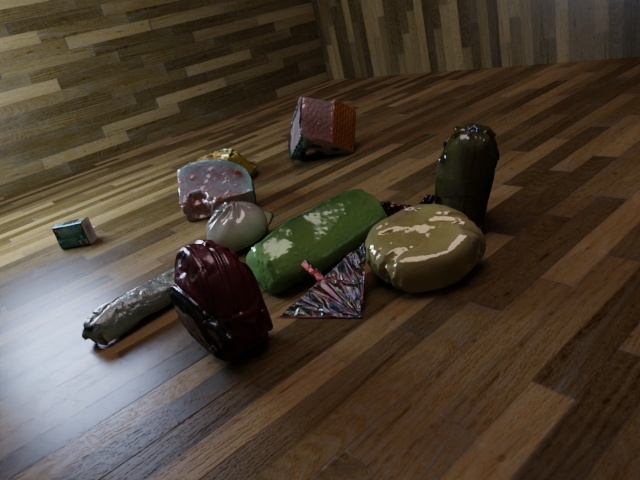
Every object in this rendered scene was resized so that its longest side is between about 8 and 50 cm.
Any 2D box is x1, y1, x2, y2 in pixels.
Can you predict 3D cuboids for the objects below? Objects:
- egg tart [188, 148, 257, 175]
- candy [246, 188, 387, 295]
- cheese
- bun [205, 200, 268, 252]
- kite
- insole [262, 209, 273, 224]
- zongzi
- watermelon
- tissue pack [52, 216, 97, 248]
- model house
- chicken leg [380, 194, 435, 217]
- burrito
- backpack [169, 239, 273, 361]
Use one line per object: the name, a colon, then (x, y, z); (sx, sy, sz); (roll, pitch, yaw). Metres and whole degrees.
egg tart: (-0.399, -0.279, 1.998); (0.315, 0.120, 0.315); (-11, 24, 5)
candy: (0.000, 0.000, 1.181); (0.344, 0.132, 0.142); (-30, 71, -27)
cheese: (0.209, 0.018, 1.038); (0.226, 0.117, 0.214); (-25, 30, -11)
bun: (-0.234, -0.047, 1.391); (0.173, 0.119, 0.172); (-18, 25, 8)
kite: (0.015, 0.096, 1.013); (0.232, 0.009, 0.189); (-42, 52, -6)
insole: (-0.185, -0.043, 1.505); (0.086, 0.005, 0.253); (-13, 24, 5)
zongzi: (0.337, -0.168, 1.200); (0.125, 0.250, 0.274); (11, 29, 11)
watermelon: (-0.346, -0.142, 1.706); (0.319, 0.148, 0.226); (16, 54, 26)
tissue pack: (-0.819, -0.029, 1.726); (0.111, 0.085, 0.079); (-10, 23, 11)
model house: (0.008, -0.413, 2.013); (0.238, 0.202, 0.237); (5, -17, -13)
chicken leg: (0.203, -0.068, 1.228); (0.205, 0.093, 0.053); (-12, 45, 44)
burrito: (-0.390, 0.132, 1.165); (0.096, 0.066, 0.309); (18, 40, 42)
backpack: (-0.190, 0.100, 0.942); (0.139, 0.229, 0.229); (-25, 26, -31)
